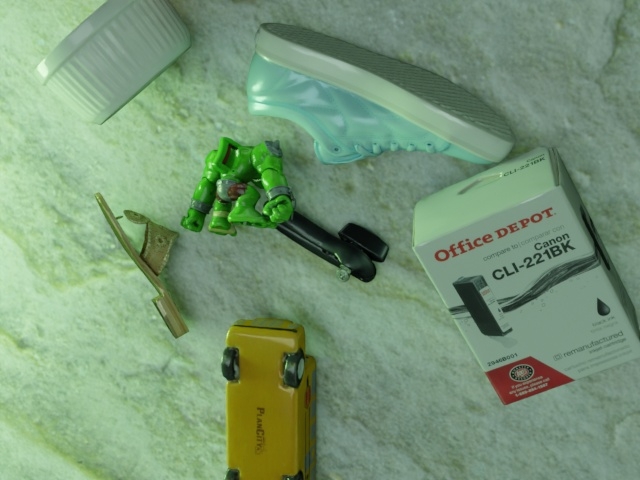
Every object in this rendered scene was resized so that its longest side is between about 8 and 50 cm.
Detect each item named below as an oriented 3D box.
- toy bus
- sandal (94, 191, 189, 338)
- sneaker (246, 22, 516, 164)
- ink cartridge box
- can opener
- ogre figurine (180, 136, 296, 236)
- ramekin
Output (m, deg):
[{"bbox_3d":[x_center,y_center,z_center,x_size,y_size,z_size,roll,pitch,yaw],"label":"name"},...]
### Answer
[{"bbox_3d":[-0.067,0.270,1.601,0.108,0.130,0.332,4,103,15],"label":"toy bus"},{"bbox_3d":[-0.233,0.020,1.632,0.079,0.088,0.240,-30,102,-12],"label":"sandal"},{"bbox_3d":[0.070,-0.156,1.480,0.366,0.135,0.150,26,117,16],"label":"sneaker"},{"bbox_3d":[0.260,0.047,1.431,0.197,0.114,0.273,-24,114,19],"label":"ink cartridge box"},{"bbox_3d":[0.000,0.000,1.570,0.186,0.073,0.059,26,146,11],"label":"can opener"},{"bbox_3d":[-0.108,-0.073,1.539,0.097,0.197,0.118,13,77,-26],"label":"ogre figurine"},{"bbox_3d":[-0.266,-0.246,1.505,0.207,0.207,0.109,-37,101,19],"label":"ramekin"}]
